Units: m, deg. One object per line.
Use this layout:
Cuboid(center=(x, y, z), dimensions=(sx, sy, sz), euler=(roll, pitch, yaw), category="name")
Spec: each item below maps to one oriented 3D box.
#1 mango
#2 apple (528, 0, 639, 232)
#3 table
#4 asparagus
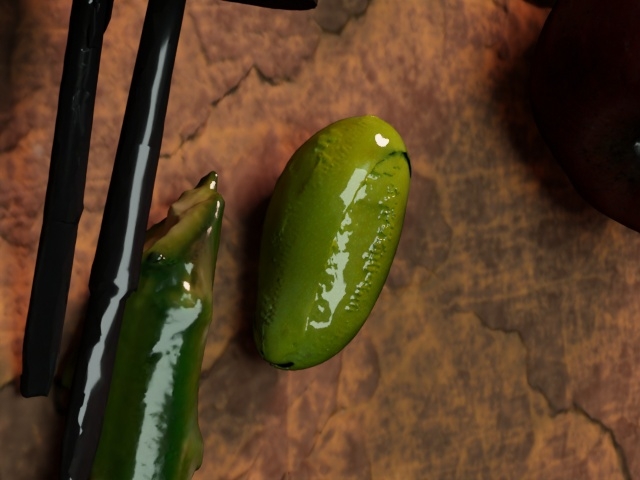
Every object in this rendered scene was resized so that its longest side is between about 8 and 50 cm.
Cuboid(center=(0.000, 0.000, 1.148), dimensions=(0.091, 0.074, 0.165), euler=(30, 82, -44), category="mango")
Cuboid(center=(0.254, -0.120, 1.281), dimensions=(0.234, 0.234, 0.234), euler=(0, 90, -42), category="apple")
Cuboid(center=(-0.159, -0.035, 0.919), dimensions=(0.317, 0.317, 0.249), euler=(13, 94, -41), category="table")
Cuboid(center=(-0.105, 0.118, 1.045), dimensions=(0.085, 0.082, 0.343), euler=(17, 78, -37), category="asparagus")
